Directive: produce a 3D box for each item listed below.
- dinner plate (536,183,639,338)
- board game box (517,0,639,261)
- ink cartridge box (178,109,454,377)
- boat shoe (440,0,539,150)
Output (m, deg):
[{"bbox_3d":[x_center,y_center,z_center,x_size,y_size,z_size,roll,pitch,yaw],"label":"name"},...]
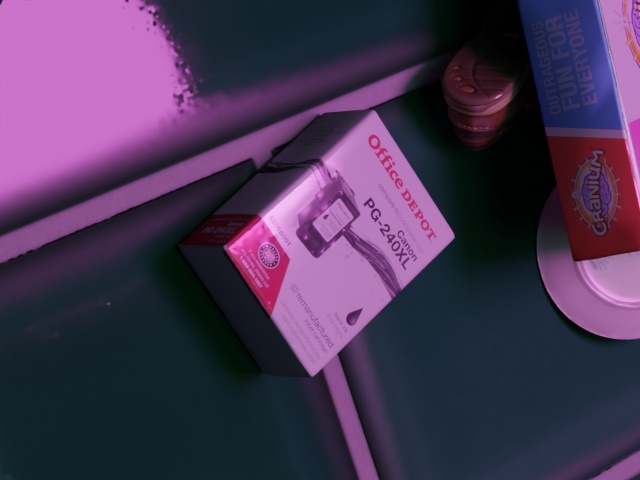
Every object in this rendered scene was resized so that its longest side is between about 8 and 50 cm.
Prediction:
[{"bbox_3d":[0.226,0.002,1.430,0.141,0.017,0.141,-1,93,-10],"label":"dinner plate"},{"bbox_3d":[0.270,-0.125,1.404,0.316,0.064,0.242,-9,87,-47],"label":"board game box"},{"bbox_3d":[0.000,0.000,1.282,0.150,0.063,0.109,-43,111,-26],"label":"ink cartridge box"},{"bbox_3d":[0.144,-0.131,1.389,0.178,0.064,0.060,-47,147,-34],"label":"boat shoe"}]
